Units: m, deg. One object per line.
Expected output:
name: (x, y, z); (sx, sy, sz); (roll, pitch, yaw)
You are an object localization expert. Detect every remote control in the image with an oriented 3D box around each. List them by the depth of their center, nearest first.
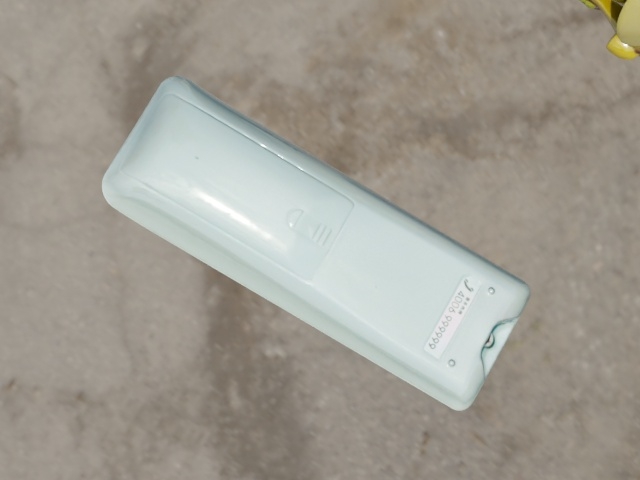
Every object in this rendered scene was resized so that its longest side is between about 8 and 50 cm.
remote control: (0.000, 0.000, 0.995); (0.293, 0.051, 0.103); (31, 80, -5)

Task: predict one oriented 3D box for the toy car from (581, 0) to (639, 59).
toy car: (0.282, -0.237, 1.258); (0.248, 0.200, 0.142); (28, 58, 15)
